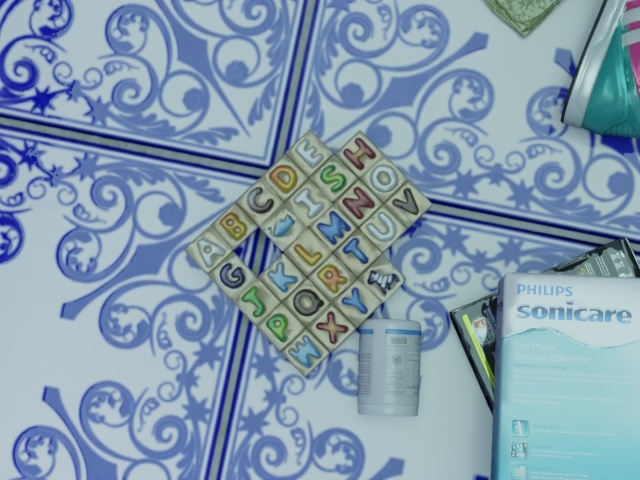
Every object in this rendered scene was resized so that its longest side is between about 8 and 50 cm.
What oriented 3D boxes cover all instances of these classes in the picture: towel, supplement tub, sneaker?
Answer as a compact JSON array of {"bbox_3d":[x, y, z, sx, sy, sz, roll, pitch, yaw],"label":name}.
[{"bbox_3d":[0.249,-0.319,1.837,0.148,0.027,0.110,-44,86,10],"label":"towel"},{"bbox_3d":[0.077,0.142,1.786,0.071,0.071,0.107,3,85,2],"label":"supplement tub"},{"bbox_3d":[0.402,-0.240,1.784,0.178,0.124,0.296,22,93,8],"label":"sneaker"}]

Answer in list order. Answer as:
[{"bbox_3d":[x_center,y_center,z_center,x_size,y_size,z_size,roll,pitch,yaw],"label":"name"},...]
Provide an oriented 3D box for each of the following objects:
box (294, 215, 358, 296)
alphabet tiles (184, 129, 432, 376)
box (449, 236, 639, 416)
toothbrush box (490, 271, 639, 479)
[{"bbox_3d":[0.007,0.019,1.808,0.062,0.052,0.083,-9,84,0],"label":"box"},{"bbox_3d":[0.000,0.000,1.779,0.237,0.009,0.198,-44,84,-1],"label":"alphabet tiles"},{"bbox_3d":[0.295,0.160,1.784,0.216,0.060,0.270,-24,84,0],"label":"box"},{"bbox_3d":[0.291,0.186,1.687,0.216,0.126,0.296,2,85,3],"label":"toothbrush box"}]
